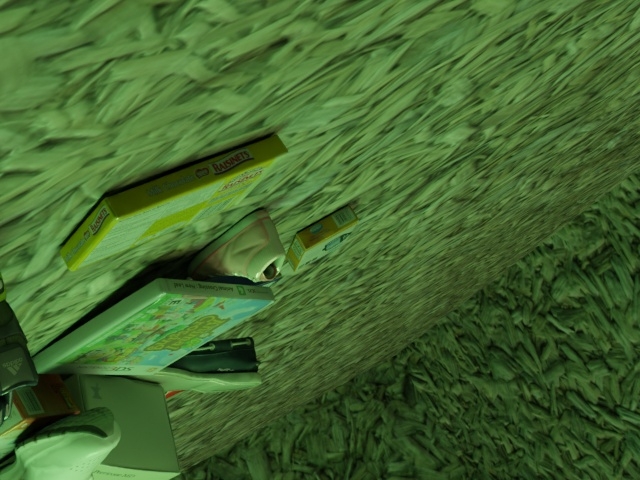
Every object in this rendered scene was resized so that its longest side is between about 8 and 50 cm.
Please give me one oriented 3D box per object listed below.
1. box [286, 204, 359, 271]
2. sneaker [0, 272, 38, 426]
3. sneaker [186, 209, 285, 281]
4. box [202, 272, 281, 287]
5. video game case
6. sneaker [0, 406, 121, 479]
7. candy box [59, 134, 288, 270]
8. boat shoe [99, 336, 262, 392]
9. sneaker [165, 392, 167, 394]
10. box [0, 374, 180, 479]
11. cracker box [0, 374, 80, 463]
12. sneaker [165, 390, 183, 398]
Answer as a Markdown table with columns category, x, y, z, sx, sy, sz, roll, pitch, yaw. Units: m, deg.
| category | x | y | z | sx | sy | sz | roll | pitch | yaw |
| --- | --- | --- | --- | --- | --- | --- | --- | --- | --- |
| box | 0.000 | 0.000 | 2.014 | 0.081 | 0.028 | 0.136 | -29 | 173 | -15 |
| sneaker | -0.332 | 0.129 | 1.316 | 0.111 | 0.121 | 0.300 | -23 | 168 | -40 |
| sneaker | -0.091 | 0.027 | 1.726 | 0.134 | 0.070 | 0.051 | -37 | 171 | 35 |
| box | -0.165 | 0.090 | 1.918 | 0.225 | 0.036 | 0.136 | -21 | 166 | -47 |
| video game case | -0.187 | 0.101 | 1.758 | 0.212 | 0.023 | 0.193 | -32 | 158 | 30 |
| sneaker | -0.306 | 0.288 | 1.806 | 0.111 | 0.129 | 0.297 | -21 | 166 | -45 |
| candy box | -0.130 | -0.035 | 1.400 | 0.206 | 0.027 | 0.105 | -24 | 166 | -41 |
| boat shoe | -0.183 | 0.154 | 2.039 | 0.254 | 0.079 | 0.095 | 4 | 161 | -38 |
| sneaker | -0.271 | 0.210 | 2.127 | 0.170 | 0.063 | 0.075 | -27 | 177 | 0 |
| box | -0.315 | 0.277 | 1.972 | 0.232 | 0.127 | 0.148 | -32 | 150 | 32 |
| cracker box | -0.412 | 0.236 | 1.798 | 0.232 | 0.067 | 0.156 | -32 | 170 | 11 |
| sneaker | -0.294 | 0.273 | 2.213 | 0.279 | 0.118 | 0.107 | -31 | 171 | -4 |
